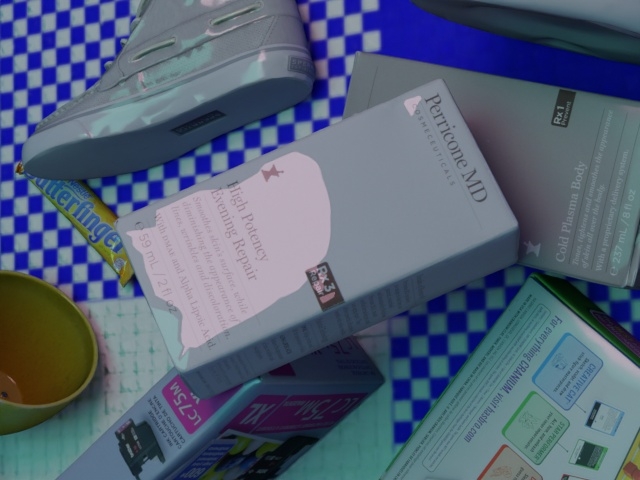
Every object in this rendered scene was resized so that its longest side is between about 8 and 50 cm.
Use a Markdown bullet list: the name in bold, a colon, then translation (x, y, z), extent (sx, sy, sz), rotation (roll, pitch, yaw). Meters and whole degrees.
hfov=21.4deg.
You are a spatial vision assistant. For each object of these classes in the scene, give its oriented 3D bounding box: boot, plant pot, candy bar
- **boot**: translation (-0.128, -0.139, 1.344), extent (0.258, 0.095, 0.123), rotation (-18, 70, 19)
- **plant pot**: translation (-0.260, 0.105, 1.374), extent (0.134, 0.134, 0.095), rotation (56, 135, 23)
- **candy bar**: translation (-0.198, -0.025, 1.404), extent (0.161, 0.018, 0.040), rotation (44, 106, 26)

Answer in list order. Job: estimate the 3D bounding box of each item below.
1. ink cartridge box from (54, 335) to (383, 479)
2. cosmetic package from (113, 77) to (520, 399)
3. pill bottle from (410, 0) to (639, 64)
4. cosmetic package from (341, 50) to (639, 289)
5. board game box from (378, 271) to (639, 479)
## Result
- **ink cartridge box**: translation (-0.114, 0.178, 1.235), extent (0.311, 0.186, 0.065), rotation (-41, 68, 19)
- **cosmetic package**: translation (0.000, 0.000, 1.081), extent (0.231, 0.085, 0.117), rotation (-25, 72, -1)
- **pill bottle**: translation (0.200, -0.323, 1.088), extent (0.224, 0.224, 0.392), rotation (14, 93, 30)
- **cosmetic package**: translation (0.131, -0.049, 1.169), extent (0.238, 0.107, 0.127), rotation (12, 93, 27)
- **board game box**: translation (0.195, 0.212, 1.124), extent (0.316, 0.064, 0.242), rotation (43, 105, 26)
